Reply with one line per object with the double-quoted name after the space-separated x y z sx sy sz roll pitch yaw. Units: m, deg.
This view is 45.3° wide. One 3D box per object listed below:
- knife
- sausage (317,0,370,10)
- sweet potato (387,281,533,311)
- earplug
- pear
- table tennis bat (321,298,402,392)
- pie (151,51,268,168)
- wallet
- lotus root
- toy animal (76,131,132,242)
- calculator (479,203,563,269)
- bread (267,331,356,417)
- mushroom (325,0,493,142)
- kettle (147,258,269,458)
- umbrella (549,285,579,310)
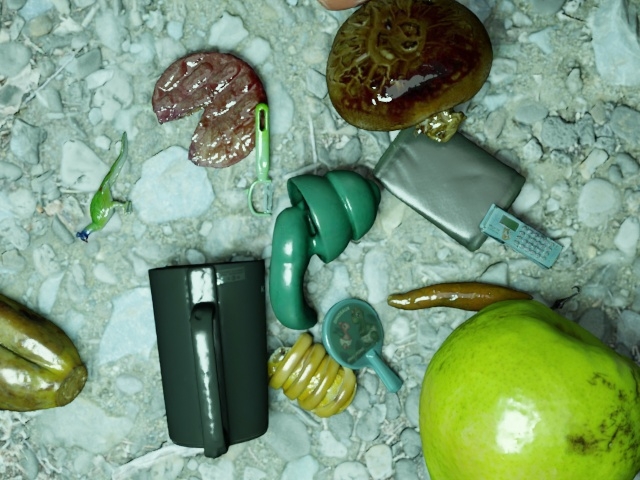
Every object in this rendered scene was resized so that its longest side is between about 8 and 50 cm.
-0.115 -0.145 1.396 0.054 0.015 0.212 0 110 -6 "knife"
0.083 -0.500 1.355 0.254 0.148 0.148 -30 90 1 "sausage"
0.255 0.102 1.406 0.264 0.057 0.058 2 91 6 "sweet potato"
0.004 0.005 1.360 0.280 0.164 0.258 -33 97 -8 "earplug"
0.336 0.299 1.263 0.390 0.391 0.391 0 91 2 "pear"
0.082 0.199 1.409 0.124 0.033 0.201 -43 99 -27 "table tennis bat"
-0.197 -0.241 1.414 0.204 0.054 0.219 -26 88 3 "pie"
0.233 -0.113 1.405 0.245 0.052 0.169 37 91 5 "wallet"
-0.564 0.206 1.375 0.290 0.193 0.193 29 92 1 "lotus root"
-0.379 -0.090 1.430 0.075 0.041 0.217 24 88 3 "toy animal"
0.364 -0.004 1.387 0.172 0.018 0.057 29 92 -20 "calculator"
-0.015 0.249 1.404 0.177 0.084 0.119 35 93 -3 "bread"
0.152 -0.304 1.329 0.297 0.163 0.278 -30 79 0 "mushroom"
-0.171 0.190 1.317 0.203 0.262 0.308 -4 90 -34 "kettle"
0.418 0.133 1.419 0.148 0.022 0.022 -38 113 9 "umbrella"
